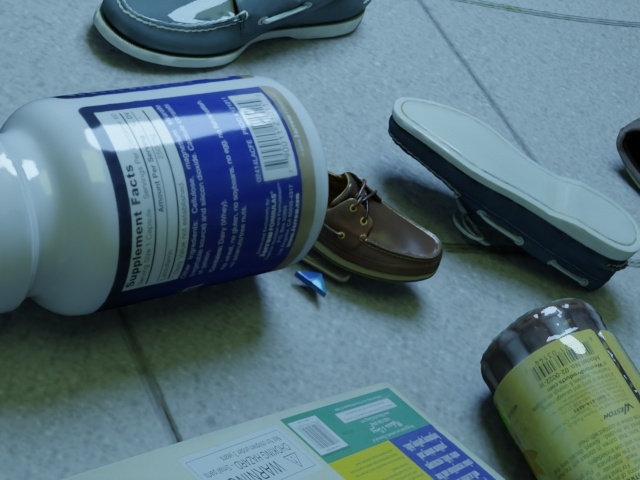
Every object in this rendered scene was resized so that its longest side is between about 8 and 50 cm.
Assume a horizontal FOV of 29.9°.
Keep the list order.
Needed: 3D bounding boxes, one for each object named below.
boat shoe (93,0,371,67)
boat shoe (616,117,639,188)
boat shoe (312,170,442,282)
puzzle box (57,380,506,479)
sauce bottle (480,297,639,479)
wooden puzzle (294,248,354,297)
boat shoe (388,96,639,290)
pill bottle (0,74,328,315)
[{"bbox_3d":[-0.069,-0.244,1.137,0.319,0.099,0.116,-17,59,-40],"label":"boat shoe"},{"bbox_3d":[0.424,-0.015,1.183,0.097,0.116,0.324,-15,54,-33],"label":"boat shoe"},{"bbox_3d":[0.020,-0.021,0.975,0.178,0.060,0.064,23,41,-1],"label":"boat shoe"},{"bbox_3d":[0.037,0.205,0.655,0.272,0.052,0.409,39,19,23],"label":"puzzle box"},{"bbox_3d":[0.232,0.204,0.857,0.111,0.111,0.344,-2,50,-31],"label":"sauce bottle"},{"bbox_3d":[0.000,0.000,1.002,0.079,0.014,0.116,31,41,8],"label":"wooden puzzle"},{"bbox_3d":[0.165,-0.041,1.086,0.255,0.079,0.095,28,39,-6],"label":"boat shoe"},{"bbox_3d":[-0.138,-0.031,0.848,0.265,0.153,0.153,-12,56,-37],"label":"pill bottle"}]
